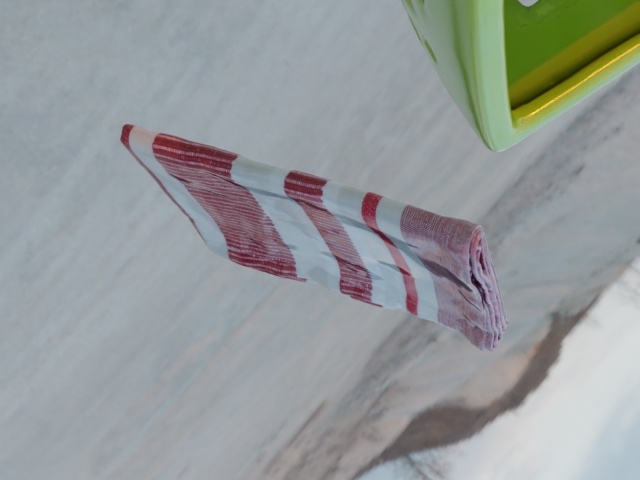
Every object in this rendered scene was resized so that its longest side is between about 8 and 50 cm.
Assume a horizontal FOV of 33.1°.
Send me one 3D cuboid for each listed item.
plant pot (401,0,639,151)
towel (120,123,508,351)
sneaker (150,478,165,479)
[{"bbox_3d":[0.111,-0.214,0.512,0.228,0.207,0.227,-33,159,-1],"label":"plant pot"},{"bbox_3d":[0.000,0.000,0.956,0.037,0.329,0.237,-65,157,-17],"label":"towel"},{"bbox_3d":[-0.073,0.282,0.865,0.240,0.126,0.091,69,37,-49],"label":"sneaker"}]
